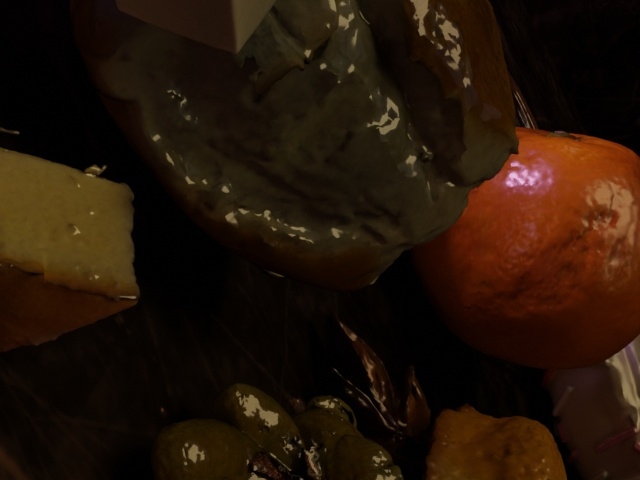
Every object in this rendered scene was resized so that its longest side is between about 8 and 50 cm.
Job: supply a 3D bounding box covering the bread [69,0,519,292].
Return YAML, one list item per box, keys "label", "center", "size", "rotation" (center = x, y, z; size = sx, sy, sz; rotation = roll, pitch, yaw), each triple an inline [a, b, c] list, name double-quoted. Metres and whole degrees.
- label: "bread"
  center: [-0.020, -0.127, 0.669]
  size: [0.250, 0.225, 0.279]
  rotation: [44, 22, -35]

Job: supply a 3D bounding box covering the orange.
- label: "orange"
  center: [0.221, 0.005, 1.080]
  size: [0.261, 0.261, 0.261]
  rotation: [50, 26, -37]

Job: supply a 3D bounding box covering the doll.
- label: "doll"
  center: [-0.014, 0.144, 0.598]
  size: [0.209, 0.097, 0.137]
  rotation: [12, 63, -59]

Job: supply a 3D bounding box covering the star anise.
- label: "star anise"
  center: [0.055, 0.150, 0.810]
  size: [0.157, 0.053, 0.212]
  rotation: [12, 56, -65]

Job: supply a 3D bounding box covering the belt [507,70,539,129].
- label: "belt"
  center: [0.220, -0.072, 1.355]
  size: [0.217, 0.122, 0.339]
  rotation: [27, 43, -56]

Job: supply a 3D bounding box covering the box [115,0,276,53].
- label: "box"
  center: [-0.009, -0.232, 0.491]
  size: [0.256, 0.069, 0.164]
  rotation: [-59, 163, -31]

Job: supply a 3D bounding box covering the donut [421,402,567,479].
- label: "donut"
  center: [0.121, 0.237, 0.751]
  size: [0.253, 0.118, 0.253]
  rotation: [-9, 90, -75]

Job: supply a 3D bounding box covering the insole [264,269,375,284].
- label: "insole"
  center: [0.000, 0.000, 0.889]
  size: [0.248, 0.011, 0.081]
  rotation: [4, 65, -66]

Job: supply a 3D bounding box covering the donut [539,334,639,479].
- label: "donut"
  center: [0.406, 0.230, 1.447]
  size: [0.382, 0.142, 0.383]
  rotation: [49, 27, -37]

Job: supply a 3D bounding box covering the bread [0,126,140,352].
- label: "bread"
  center: [-0.142, -0.017, 0.469]
  size: [0.109, 0.080, 0.084]
  rotation: [50, 24, -43]
